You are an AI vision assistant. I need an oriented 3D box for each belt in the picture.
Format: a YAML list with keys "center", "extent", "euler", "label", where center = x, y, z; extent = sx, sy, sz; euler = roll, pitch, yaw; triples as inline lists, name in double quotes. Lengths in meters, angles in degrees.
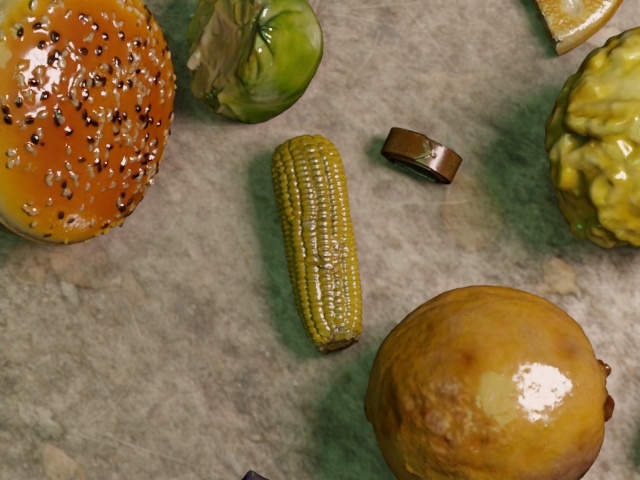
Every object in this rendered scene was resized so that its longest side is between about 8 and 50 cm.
- center: [0.104, -0.088, 1.622]
  extent: [0.083, 0.059, 0.036]
  euler: [24, 81, 14]
  label: "belt"

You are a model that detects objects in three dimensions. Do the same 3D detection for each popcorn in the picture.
- center: [0.314, -0.105, 1.510]
  extent: [0.192, 0.233, 0.266]
  euler: [6, 37, 37]
  label: "popcorn"

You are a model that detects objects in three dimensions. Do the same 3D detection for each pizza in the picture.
- center: [0.264, -0.281, 1.648]
  extent: [0.130, 0.041, 0.178]
  euler: [15, 80, 11]
  label: "pizza"

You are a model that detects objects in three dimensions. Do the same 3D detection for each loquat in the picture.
- center: [0.159, 0.155, 1.480]
  extent: [0.238, 0.193, 0.238]
  euler: [-6, 62, 11]
  label: "loquat"

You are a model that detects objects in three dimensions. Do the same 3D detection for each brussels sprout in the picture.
- center: [-0.064, -0.204, 1.654]
  extent: [0.151, 0.122, 0.149]
  euler: [-22, 63, 42]
  label: "brussels sprout"

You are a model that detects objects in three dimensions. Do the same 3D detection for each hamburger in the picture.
- center: [-0.269, -0.139, 1.592]
  extent: [0.176, 0.300, 0.300]
  euler: [14, 79, 31]
  label: "hamburger"

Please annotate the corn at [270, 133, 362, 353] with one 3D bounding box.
- center: [0.000, 0.000, 1.611]
  extent: [0.080, 0.080, 0.231]
  euler: [-13, 74, 8]
  label: "corn"

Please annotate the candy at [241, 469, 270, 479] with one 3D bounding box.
- center: [-0.138, 0.368, 1.541]
  extent: [0.061, 0.088, 0.312]
  euler: [36, 85, 18]
  label: "candy"
